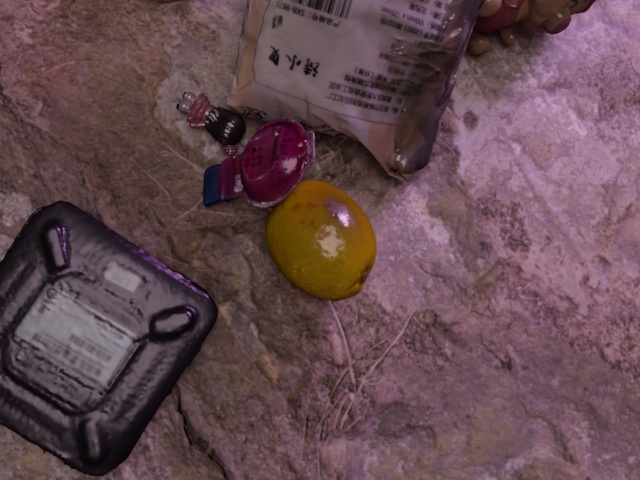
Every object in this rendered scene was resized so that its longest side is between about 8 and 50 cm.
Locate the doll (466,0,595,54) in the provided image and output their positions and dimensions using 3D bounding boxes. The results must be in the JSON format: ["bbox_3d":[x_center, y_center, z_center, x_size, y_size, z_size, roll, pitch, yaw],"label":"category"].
[{"bbox_3d":[0.368,-0.428,1.121,0.255,0.196,0.152,-17,105,1],"label":"doll"}]

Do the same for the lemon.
[{"bbox_3d":[0.000,0.000,1.060,0.170,0.170,0.207,-40,75,-7],"label":"lemon"}]

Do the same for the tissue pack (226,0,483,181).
[{"bbox_3d":[0.055,-0.326,1.047,0.375,0.195,0.390,18,110,-1],"label":"tissue pack"}]

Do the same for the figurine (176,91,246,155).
[{"bbox_3d":[-0.189,-0.205,1.114,0.129,0.054,0.072,31,91,0],"label":"figurine"}]

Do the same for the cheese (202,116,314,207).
[{"bbox_3d":[-0.104,-0.117,1.054,0.244,0.062,0.155,-17,64,34],"label":"cheese"}]

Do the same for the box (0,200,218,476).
[{"bbox_3d":[-0.392,0.154,1.046,0.359,0.091,0.350,32,83,-4],"label":"box"}]
